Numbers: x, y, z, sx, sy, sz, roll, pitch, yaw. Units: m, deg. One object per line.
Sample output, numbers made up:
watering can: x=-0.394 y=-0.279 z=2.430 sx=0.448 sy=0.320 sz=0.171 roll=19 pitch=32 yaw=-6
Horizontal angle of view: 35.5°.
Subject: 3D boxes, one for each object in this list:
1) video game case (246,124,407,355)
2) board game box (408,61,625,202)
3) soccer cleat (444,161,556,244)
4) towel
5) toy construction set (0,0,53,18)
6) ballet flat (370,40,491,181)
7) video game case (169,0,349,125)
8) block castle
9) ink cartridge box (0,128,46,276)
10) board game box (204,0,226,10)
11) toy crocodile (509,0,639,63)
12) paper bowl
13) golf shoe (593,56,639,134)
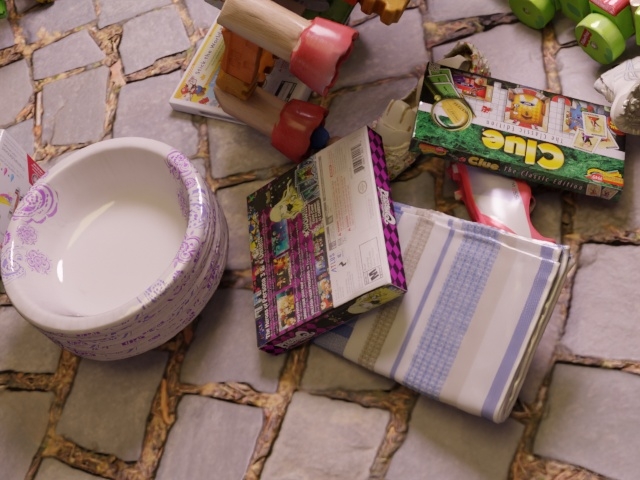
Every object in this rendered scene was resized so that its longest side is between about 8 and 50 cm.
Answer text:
video game case: x=0.000 y=0.000 z=1.242 sx=0.210 sy=0.042 sz=0.232 roll=-29 pitch=52 yaw=30
board game box: x=0.245 y=-0.135 z=1.228 sx=0.259 sy=0.030 sz=0.136 roll=14 pitch=57 yaw=1
soccer cleat: x=0.214 y=-0.070 z=1.240 sx=0.095 sy=0.083 sz=0.248 roll=-12 pitch=59 yaw=0
towel: x=0.133 y=0.071 z=1.159 sx=0.285 sy=0.034 sz=0.209 roll=18 pitch=82 yaw=39
toy construction set: x=-0.461 y=-0.465 z=1.643 sx=0.308 sy=0.257 sz=0.237 roll=-8 pitch=75 yaw=2
ballet flat: x=0.130 y=-0.178 z=1.329 sx=0.091 sy=0.077 sz=0.241 roll=37 pitch=77 yaw=31
video game case: x=-0.090 y=-0.271 z=1.490 sx=0.206 sy=0.026 sz=0.227 roll=15 pitch=67 yaw=25
block castle: x=0.052 y=-0.346 z=1.313 sx=0.213 sy=0.303 sz=0.453 roll=29 pitch=70 yaw=1
ink cartridge box: x=-0.494 y=-0.049 z=1.430 sx=0.127 sy=0.128 sz=0.176 roll=-1 pitch=61 yaw=18
board game box: x=-0.067 y=-0.447 z=1.328 sx=0.097 sy=0.303 sz=0.224 roll=28 pitch=77 yaw=2
toy crocodile: x=0.345 y=-0.332 z=1.320 sx=0.115 sy=0.105 sz=0.340 roll=-42 pitch=46 yaw=-7
paper bowl: x=-0.255 y=0.019 z=1.297 sx=0.284 sy=0.148 sz=0.284 roll=-8 pitch=59 yaw=14
golf shoe: x=0.375 y=-0.178 z=1.235 sx=0.086 sy=0.069 sz=0.176 roll=4 pitch=29 yaw=33
